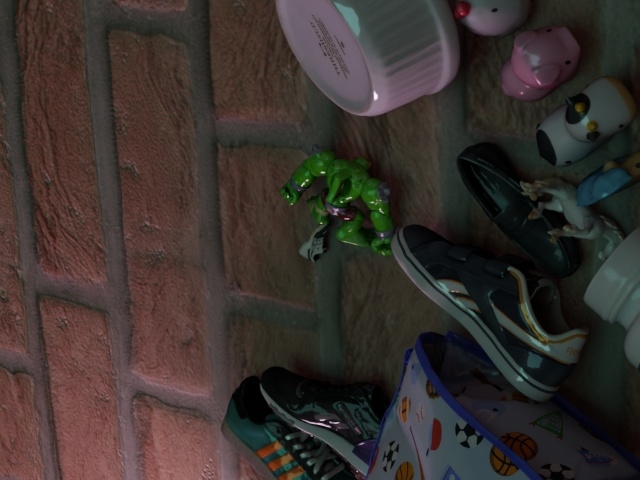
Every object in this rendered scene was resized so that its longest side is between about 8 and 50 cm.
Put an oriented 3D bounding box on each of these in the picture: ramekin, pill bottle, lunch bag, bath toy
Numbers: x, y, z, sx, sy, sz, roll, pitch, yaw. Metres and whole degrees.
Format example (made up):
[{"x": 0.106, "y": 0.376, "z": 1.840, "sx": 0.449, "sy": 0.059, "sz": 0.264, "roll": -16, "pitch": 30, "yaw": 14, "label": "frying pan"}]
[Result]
[{"x": 0.052, "y": -0.289, "z": 1.654, "sx": 0.273, "sy": 0.127, "sz": 0.273, "roll": 47, "pitch": 160, "yaw": 22, "label": "ramekin"}, {"x": 0.483, "y": 0.124, "z": 1.501, "sx": 0.318, "sy": 0.176, "sz": 0.176, "roll": 40, "pitch": 125, "yaw": 21, "label": "pill bottle"}, {"x": 0.222, "y": 0.349, "z": 1.713, "sx": 0.385, "sy": 0.238, "sz": 0.328, "roll": 37, "pitch": 118, "yaw": 43, "label": "lunch bag"}, {"x": 0.285, "y": -0.207, "z": 1.580, "sx": 0.151, "sy": 0.129, "sz": 0.348, "roll": -41, "pitch": 77, "yaw": 39, "label": "bath toy"}]

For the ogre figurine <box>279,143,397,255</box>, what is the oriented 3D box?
[{"x": 0.036, "y": -0.065, "z": 1.841, "sx": 0.197, "sy": 0.096, "sz": 0.118, "roll": 47, "pitch": 140, "yaw": 31, "label": "ogre figurine"}]

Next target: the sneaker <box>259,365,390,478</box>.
[{"x": 0.040, "y": 0.257, "z": 1.951, "sx": 0.283, "sy": 0.107, "sz": 0.124, "roll": 32, "pitch": 113, "yaw": 18, "label": "sneaker"}]

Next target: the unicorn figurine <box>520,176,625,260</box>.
[{"x": 0.337, "y": -0.025, "z": 1.626, "sx": 0.060, "sy": 0.111, "sz": 0.162, "roll": -48, "pitch": 59, "yaw": 50, "label": "unicorn figurine"}]

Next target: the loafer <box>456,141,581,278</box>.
[{"x": 0.263, "y": -0.037, "z": 1.683, "sx": 0.223, "sy": 0.078, "sz": 0.076, "roll": 53, "pitch": 128, "yaw": 12, "label": "loafer"}]

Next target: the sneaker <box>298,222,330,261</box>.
[{"x": 0.000, "y": 0.000, "z": 1.935, "sx": 0.037, "sy": 0.032, "sz": 0.083, "roll": 39, "pitch": 131, "yaw": 5, "label": "sneaker"}]

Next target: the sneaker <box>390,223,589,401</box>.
[{"x": 0.238, "y": 0.065, "z": 1.708, "sx": 0.321, "sy": 0.126, "sz": 0.127, "roll": 46, "pitch": 116, "yaw": 24, "label": "sneaker"}]

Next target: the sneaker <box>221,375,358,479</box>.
[{"x": -0.040, "y": 0.336, "z": 2.020, "sx": 0.302, "sy": 0.108, "sz": 0.121, "roll": 33, "pitch": 126, "yaw": 27, "label": "sneaker"}]
